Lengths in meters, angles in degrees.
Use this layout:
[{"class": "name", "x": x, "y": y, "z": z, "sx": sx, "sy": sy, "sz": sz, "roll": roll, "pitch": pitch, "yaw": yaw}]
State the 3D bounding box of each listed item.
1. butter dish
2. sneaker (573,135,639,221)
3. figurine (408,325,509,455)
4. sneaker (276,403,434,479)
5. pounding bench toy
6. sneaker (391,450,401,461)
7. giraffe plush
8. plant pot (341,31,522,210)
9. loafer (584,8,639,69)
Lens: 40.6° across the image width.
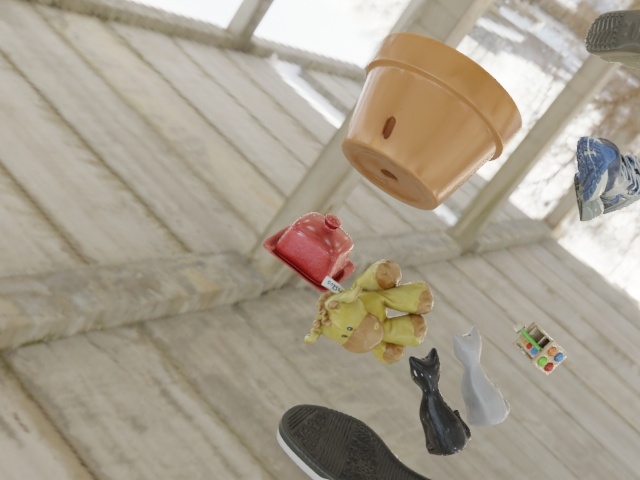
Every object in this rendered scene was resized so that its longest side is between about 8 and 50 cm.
[{"class": "butter dish", "x": 0.000, "y": 0.000, "z": 1.659, "sx": 0.160, "sy": 0.118, "sz": 0.160, "roll": 38, "pitch": -149, "yaw": 10}, {"class": "sneaker", "x": 0.241, "y": -0.055, "z": 0.709, "sx": 0.135, "sy": 0.058, "sz": 0.052, "roll": 40, "pitch": -136, "yaw": -73}, {"class": "figurine", "x": 0.279, "y": 0.298, "z": 1.772, "sx": 0.215, "sy": 0.092, "sz": 0.209, "roll": -22, "pitch": -82, "yaw": -37}, {"class": "sneaker", "x": 0.058, "y": 0.335, "z": 1.041, "sx": 0.296, "sy": 0.178, "sz": 0.124, "roll": 32, "pitch": -145, "yaw": 16}, {"class": "pounding bench toy", "x": 0.355, "y": 0.173, "z": 1.419, "sx": 0.083, "sy": 0.052, "sz": 0.065, "roll": 38, "pitch": -171, "yaw": -36}, {"class": "sneaker", "x": 0.126, "y": 0.453, "z": 1.489, "sx": 0.075, "sy": 0.063, "sz": 0.170, "roll": -19, "pitch": -94, "yaw": -52}, {"class": "giraffe plush", "x": 0.065, "y": 0.124, "z": 1.446, "sx": 0.210, "sy": 0.181, "sz": 0.170, "roll": 18, "pitch": -168, "yaw": 19}, {"class": "plant pot", "x": 0.174, "y": -0.189, "z": 1.507, "sx": 0.291, "sy": 0.203, "sz": 0.291, "roll": 33, "pitch": 169, "yaw": 7}, {"class": "loafer", "x": 0.540, "y": -0.312, "z": 1.348, "sx": 0.092, "sy": 0.101, "sz": 0.268, "roll": 15, "pitch": -173, "yaw": -34}]
